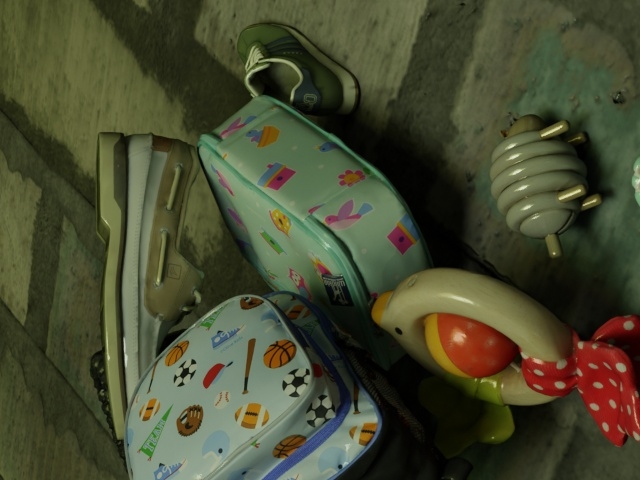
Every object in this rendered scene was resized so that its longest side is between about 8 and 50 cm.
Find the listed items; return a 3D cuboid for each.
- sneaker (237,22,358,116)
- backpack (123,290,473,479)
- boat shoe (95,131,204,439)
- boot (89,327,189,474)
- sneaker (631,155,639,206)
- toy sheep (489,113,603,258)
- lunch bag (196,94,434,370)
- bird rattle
[{"bbox_3d":[-0.050,-0.184,1.282,0.192,0.086,0.064,37,126,40],"label":"sneaker"},{"bbox_3d":[-0.051,0.174,1.065,0.213,0.276,0.263,53,-178,-28],"label":"backpack"},{"bbox_3d":[-0.165,0.042,1.185,0.113,0.103,0.302,168,101,-76],"label":"boat shoe"},{"bbox_3d":[-0.069,0.223,1.261,0.348,0.260,0.131,55,153,31],"label":"boot"},{"bbox_3d":[0.288,-0.028,0.942,0.069,0.038,0.098,-19,94,50],"label":"sneaker"},{"bbox_3d":[0.188,-0.048,1.023,0.091,0.091,0.132,-40,50,49],"label":"toy sheep"},{"bbox_3d":[0.000,0.000,1.201,0.279,0.108,0.224,40,158,41],"label":"lunch bag"},{"bbox_3d":[0.151,0.100,1.008,0.207,0.143,0.253,37,160,-19],"label":"bird rattle"}]
